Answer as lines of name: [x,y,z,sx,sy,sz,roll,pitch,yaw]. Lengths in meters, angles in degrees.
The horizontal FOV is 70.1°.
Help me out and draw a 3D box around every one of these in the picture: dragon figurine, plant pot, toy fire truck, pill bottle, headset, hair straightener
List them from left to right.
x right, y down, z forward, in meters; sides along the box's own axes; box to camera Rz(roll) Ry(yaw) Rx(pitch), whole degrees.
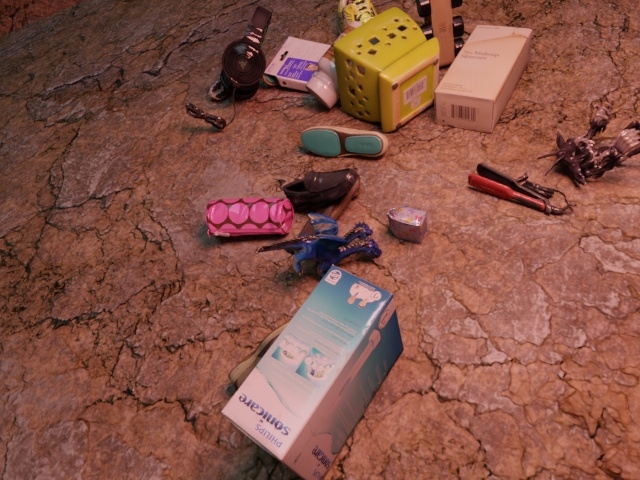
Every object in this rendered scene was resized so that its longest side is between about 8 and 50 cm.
headset: [-0.268,-0.539,1.418,0.185,0.243,0.395,20,86,-14]
dragon figurine: [0.000,0.000,0.956,0.144,0.289,0.085,-50,43,25]
pill bottle: [0.066,-0.511,1.344,0.229,0.131,0.131,-49,52,7]
plant pot: [0.191,-0.448,1.239,0.228,0.227,0.207,-36,58,-13]
toy fire truck: [0.358,-0.667,1.375,0.158,0.217,0.246,-14,36,6]
hair straightener: [0.454,-0.125,1.019,0.230,0.047,0.089,26,64,31]

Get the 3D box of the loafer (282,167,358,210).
loafer: [-0.007,-0.128,1.078,0.223,0.078,0.076,-14,38,46]

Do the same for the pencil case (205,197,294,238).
pencil case: [-0.173,-0.052,1.117,0.209,0.095,0.098,-3,45,11]

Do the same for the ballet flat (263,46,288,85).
ballet flat: [-0.139,-0.596,1.554,0.073,0.080,0.232,-7,43,48]

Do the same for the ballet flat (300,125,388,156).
ballet flat: [0.068,-0.269,1.234,0.248,0.086,0.086,13,58,23]

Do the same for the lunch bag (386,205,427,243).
lunch bag: [0.191,-0.039,1.013,0.083,0.071,0.053,14,60,26]

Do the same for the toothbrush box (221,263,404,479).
toothbrush box: [0.008,0.228,0.767,0.126,0.216,0.296,23,64,30]

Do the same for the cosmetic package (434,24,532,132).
cosmetic package: [0.439,-0.440,1.227,0.160,0.113,0.310,18,61,27]

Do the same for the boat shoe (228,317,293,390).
boat shoe: [-0.085,0.223,0.848,0.223,0.080,0.073,-45,66,25]

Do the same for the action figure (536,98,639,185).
action figure: [0.624,-0.217,0.984,0.275,0.141,0.164,-11,52,4]

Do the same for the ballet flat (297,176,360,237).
ballet flat: [0.026,-0.062,1.092,0.084,0.058,0.250,-1,49,53]

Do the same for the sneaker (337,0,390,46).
sneaker: [0.133,-0.689,1.486,0.145,0.147,0.385,-22,53,-4]

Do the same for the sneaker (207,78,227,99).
sneaker: [-0.320,-0.544,1.561,0.169,0.068,0.071,-39,36,-22]

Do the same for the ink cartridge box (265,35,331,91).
ink cartridge box: [-0.049,-0.576,1.495,0.208,0.045,0.207,19,61,13]
